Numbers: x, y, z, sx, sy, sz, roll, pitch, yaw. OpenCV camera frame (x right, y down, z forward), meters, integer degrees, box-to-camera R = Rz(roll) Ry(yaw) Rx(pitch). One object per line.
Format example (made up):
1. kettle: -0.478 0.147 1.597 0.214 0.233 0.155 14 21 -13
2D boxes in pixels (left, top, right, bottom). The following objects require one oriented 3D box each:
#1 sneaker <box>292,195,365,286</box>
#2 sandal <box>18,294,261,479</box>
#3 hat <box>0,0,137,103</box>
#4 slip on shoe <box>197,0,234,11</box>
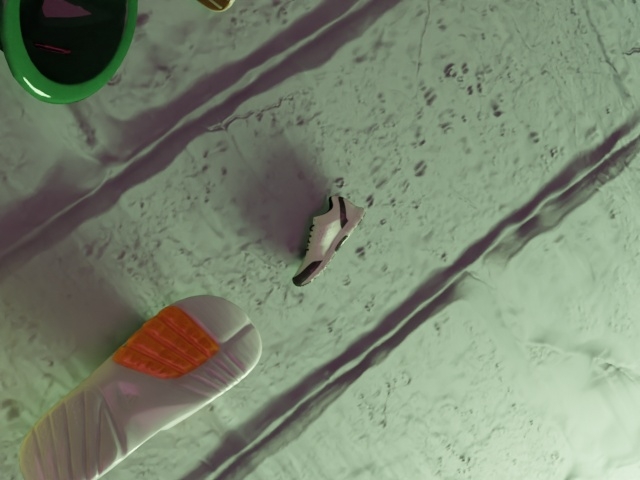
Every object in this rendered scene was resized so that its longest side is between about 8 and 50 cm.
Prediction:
1. sneaker: 0.000 0.000 1.046 0.043 0.040 0.109 37 80 -9
2. sandal: -0.180 0.146 0.966 0.265 0.076 0.102 -34 90 -27
3. hat: -0.295 -0.219 0.879 0.208 0.183 0.173 -21 122 -63
4. slip on shoe: -0.132 -0.274 0.934 0.135 0.051 0.041 36 44 -17
